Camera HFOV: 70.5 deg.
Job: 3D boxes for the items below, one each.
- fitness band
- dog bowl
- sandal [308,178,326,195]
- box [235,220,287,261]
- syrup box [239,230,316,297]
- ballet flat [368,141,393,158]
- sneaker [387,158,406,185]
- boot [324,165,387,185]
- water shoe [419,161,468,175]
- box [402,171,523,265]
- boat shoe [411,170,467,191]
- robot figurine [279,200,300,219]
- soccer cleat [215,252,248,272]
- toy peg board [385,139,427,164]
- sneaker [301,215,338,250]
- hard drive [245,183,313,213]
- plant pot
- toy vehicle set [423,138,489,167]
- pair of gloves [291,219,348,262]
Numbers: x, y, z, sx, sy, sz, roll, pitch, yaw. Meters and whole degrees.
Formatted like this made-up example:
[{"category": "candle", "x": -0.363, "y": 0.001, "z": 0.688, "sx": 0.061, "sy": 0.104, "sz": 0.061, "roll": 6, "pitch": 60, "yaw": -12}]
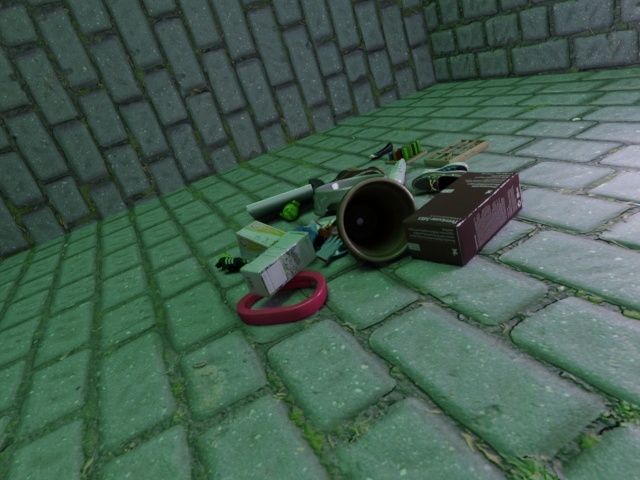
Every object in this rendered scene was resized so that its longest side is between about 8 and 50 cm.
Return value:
[{"category": "fitness band", "x": -0.116, "y": 0.175, "z": 1.375, "sx": 0.291, "sy": 0.054, "sz": 0.209, "roll": -10, "pitch": 27, "yaw": 21}, {"category": "dog bowl", "x": 0.133, "y": -0.193, "z": 1.870, "sx": 0.349, "sy": 0.102, "sz": 0.349, "roll": -12, "pitch": 13, "yaw": 3}, {"category": "sandal", "x": 0.001, "y": -0.241, "z": 2.207, "sx": 0.097, "sy": 0.054, "sz": 0.254, "roll": 3, "pitch": 23, "yaw": -11}, {"category": "box", "x": -0.192, "y": 0.022, "z": 1.623, "sx": 0.203, "sy": 0.114, "sz": 0.103, "roll": 20, "pitch": 41, "yaw": 34}, {"category": "syrup box", "x": -0.127, "y": 0.068, "z": 1.421, "sx": 0.096, "sy": 0.093, "sz": 0.237, "roll": 5, "pitch": 34, "yaw": 42}, {"category": "ballet flat", "x": 0.337, "y": -0.502, "z": 2.546, "sx": 0.173, "sy": 0.049, "sz": 0.057, "roll": -30, "pitch": 25, "yaw": -25}, {"category": "sneaker", "x": 0.351, "y": -0.314, "z": 2.032, "sx": 0.080, "sy": 0.094, "sz": 0.212, "roll": 24, "pitch": 27, "yaw": -4}, {"category": "boot", "x": 0.164, "y": -0.269, "z": 2.101, "sx": 0.248, "sy": 0.090, "sz": 0.207, "roll": 16, "pitch": 43, "yaw": 44}, {"category": "water shoe", "x": 0.513, "y": -0.263, "z": 1.879, "sx": 0.203, "sy": 0.073, "sz": 0.080, "roll": -11, "pitch": 45, "yaw": 26}, {"category": "box", "x": 0.450, "y": -0.082, "z": 1.410, "sx": 0.191, "sy": 0.143, "sz": 0.381, "roll": 9, "pitch": 37, "yaw": 47}, {"category": "boat shoe", "x": 0.472, "y": -0.233, "z": 1.799, "sx": 0.228, "sy": 0.081, "sz": 0.069, "roll": -6, "pitch": 22, "yaw": 21}, {"category": "robot figurine", "x": -0.134, "y": -0.135, "z": 2.053, "sx": 0.101, "sy": 0.067, "sz": 0.115, "roll": -44, "pitch": 16, "yaw": 20}, {"category": "soccer cleat", "x": -0.330, "y": 0.094, "z": 1.716, "sx": 0.179, "sy": 0.060, "sz": 0.072, "roll": 9, "pitch": 58, "yaw": 42}, {"category": "toy peg board", "x": 0.435, "y": -0.459, "z": 2.339, "sx": 0.161, "sy": 0.079, "sz": 0.160, "roll": -32, "pitch": 26, "yaw": -29}, {"category": "sneaker", "x": -0.010, "y": -0.030, "z": 1.715, "sx": 0.262, "sy": 0.099, "sz": 0.121, "roll": -17, "pitch": 14, "yaw": -17}, {"category": "hard drive", "x": -0.184, "y": -0.180, "z": 2.123, "sx": 0.307, "sy": 0.040, "sz": 0.203, "roll": -20, "pitch": -5, "yaw": -2}, {"category": "plant pot", "x": 0.160, "y": -0.068, "z": 1.496, "sx": 0.263, "sy": 0.263, "sz": 0.229, "roll": -23, "pitch": 7, "yaw": -10}, {"category": "toy vehicle set", "x": 0.641, "y": -0.413, "z": 2.135, "sx": 0.267, "sy": 0.035, "sz": 0.166, "roll": -29, "pitch": 25, "yaw": -23}, {"category": "pair of gloves", "x": 0.000, "y": 0.000, "z": 1.570, "sx": 0.198, "sy": 0.023, "sz": 0.159, "roll": 31, "pitch": 41, "yaw": 13}]
